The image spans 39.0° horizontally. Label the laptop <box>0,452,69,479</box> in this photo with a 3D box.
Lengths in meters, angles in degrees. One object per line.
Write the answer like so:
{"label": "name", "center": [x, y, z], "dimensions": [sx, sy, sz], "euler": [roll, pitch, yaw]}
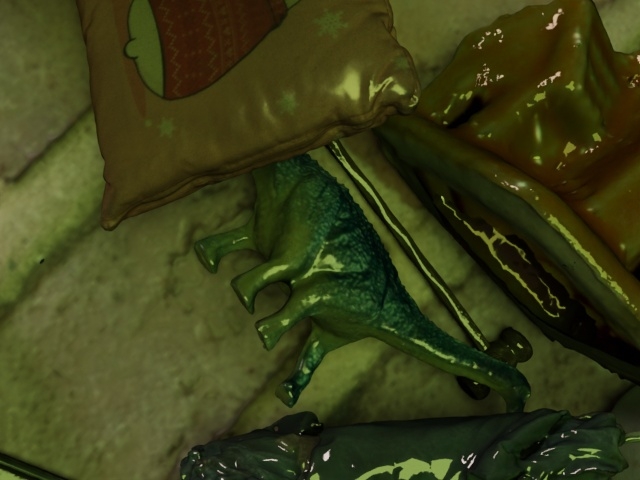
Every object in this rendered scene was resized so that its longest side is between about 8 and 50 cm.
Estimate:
{"label": "laptop", "center": [-0.267, 0.204, 0.599], "dimensions": [0.207, 0.026, 0.154], "euler": [24, 84, -8]}

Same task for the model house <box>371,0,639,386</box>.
{"label": "model house", "center": [0.209, -0.060, 0.624], "dimensions": [0.239, 0.173, 0.268], "euler": [-43, 94, -10]}

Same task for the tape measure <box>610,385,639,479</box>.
{"label": "tape measure", "center": [0.346, 0.196, 0.665], "dimensions": [0.243, 0.125, 0.246], "euler": [-6, 88, -10]}

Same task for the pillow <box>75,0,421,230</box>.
{"label": "pillow", "center": [-0.061, -0.142, 0.589], "dimensions": [0.223, 0.084, 0.236], "euler": [-15, 67, 11]}

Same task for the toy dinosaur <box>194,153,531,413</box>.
{"label": "toy dinosaur", "center": [-0.006, 0.009, 0.632], "dimensions": [0.147, 0.076, 0.363], "euler": [-35, 86, -19]}

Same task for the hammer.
{"label": "hammer", "center": [0.051, -0.012, 0.671], "dimensions": [0.058, 0.029, 0.292], "euler": [-38, 93, -12]}

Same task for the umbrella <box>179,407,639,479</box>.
{"label": "umbrella", "center": [0.078, 0.155, 0.581], "dimensions": [0.348, 0.143, 0.094], "euler": [-7, 97, -1]}
